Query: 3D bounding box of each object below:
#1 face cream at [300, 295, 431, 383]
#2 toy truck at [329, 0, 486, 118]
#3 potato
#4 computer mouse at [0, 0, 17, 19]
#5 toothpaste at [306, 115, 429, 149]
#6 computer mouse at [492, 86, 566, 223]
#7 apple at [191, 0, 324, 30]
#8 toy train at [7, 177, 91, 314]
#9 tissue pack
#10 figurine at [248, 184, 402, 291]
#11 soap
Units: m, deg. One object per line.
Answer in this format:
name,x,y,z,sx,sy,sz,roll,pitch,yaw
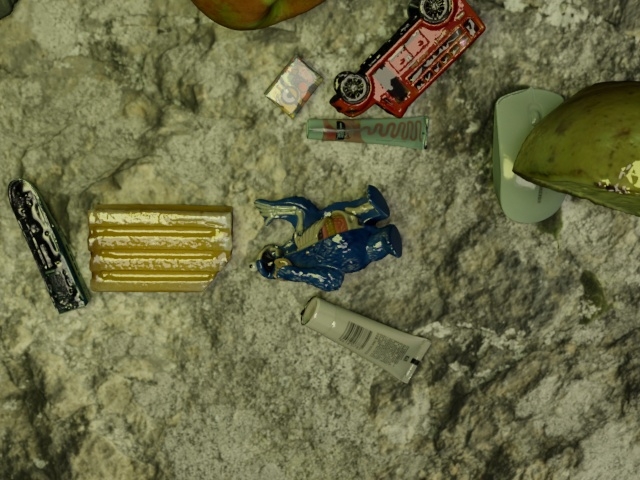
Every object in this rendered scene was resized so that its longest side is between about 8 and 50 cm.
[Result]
face cream,0.081,0.173,1.237,0.244,0.058,0.092,28,96,-18
toy truck,0.130,-0.279,1.081,0.114,0.107,0.252,43,98,-14
potato,0.509,-0.146,1.033,0.330,0.280,0.212,13,94,-24
computer mouse,-0.520,-0.422,0.998,0.126,0.071,0.231,-3,107,-4
toothpaste,0.080,-0.182,1.144,0.205,0.036,0.056,0,104,-9
computer mouse,0.358,-0.142,1.162,0.128,0.079,0.230,-7,103,-7
apple,-0.092,-0.422,0.952,0.246,0.246,0.226,-28,92,3
toy train,-0.450,0.006,1.138,0.052,0.051,0.233,-19,103,0
tissue pack,-0.043,-0.248,1.112,0.063,0.035,0.083,39,97,-14
figurine,0.007,0.006,1.154,0.262,0.121,0.164,-6,81,19
soap,-0.262,0.012,1.146,0.232,0.073,0.140,0,107,-6
